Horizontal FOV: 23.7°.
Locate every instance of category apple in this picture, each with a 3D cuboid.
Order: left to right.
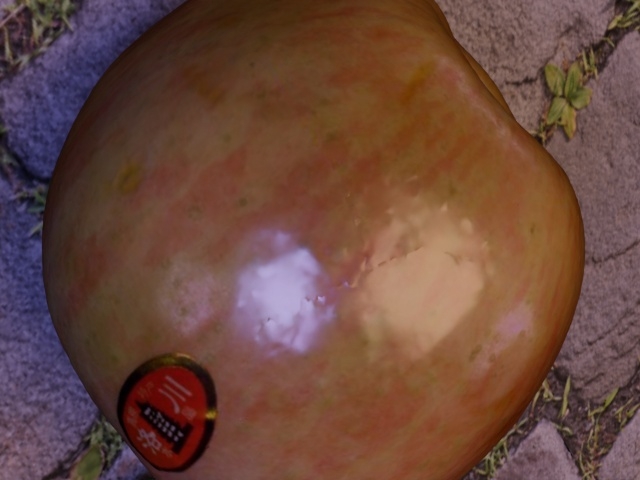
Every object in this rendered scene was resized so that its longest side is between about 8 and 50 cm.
[{"bbox_3d":[0.000,0.000,1.088,0.346,0.391,0.391,-36,131,16],"label":"apple"}]

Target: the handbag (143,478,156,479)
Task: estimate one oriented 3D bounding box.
[{"bbox_3d":[-0.089,0.353,1.202,0.241,0.222,0.263,48,67,-31],"label":"handbag"}]
